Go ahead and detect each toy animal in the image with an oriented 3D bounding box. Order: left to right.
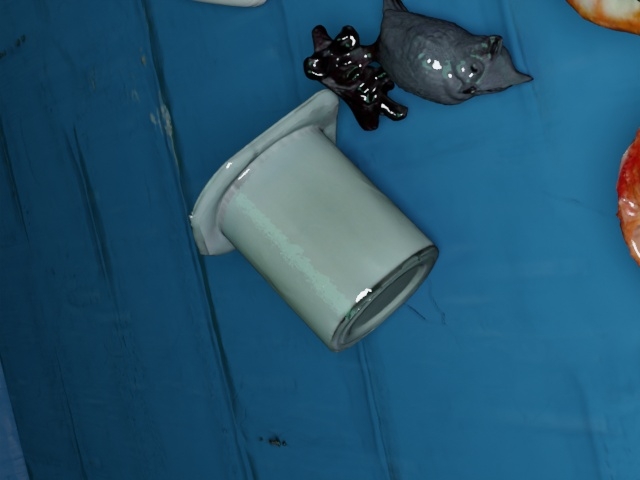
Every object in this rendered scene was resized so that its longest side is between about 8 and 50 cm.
[{"bbox_3d":[0.102,-0.170,1.012,0.210,0.121,0.117,1,59,39],"label":"toy animal"}]

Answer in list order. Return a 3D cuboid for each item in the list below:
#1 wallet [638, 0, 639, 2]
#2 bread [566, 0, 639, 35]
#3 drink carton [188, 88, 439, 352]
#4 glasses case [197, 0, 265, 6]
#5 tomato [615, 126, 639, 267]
[{"bbox_3d":[0.251,-0.165,0.612,0.250,0.044,0.149,42,139,30],"label":"wallet"},{"bbox_3d":[0.252,-0.277,0.697,0.328,0.114,0.295,-33,77,55],"label":"bread"},{"bbox_3d":[0.000,0.000,1.109,0.189,0.191,0.185,48,162,13],"label":"drink carton"},{"bbox_3d":[-0.119,-0.311,1.282,0.197,0.049,0.076,23,121,50],"label":"glasses case"},{"bbox_3d":[0.308,-0.008,0.723,0.228,0.101,0.228,48,149,42],"label":"tomato"}]
